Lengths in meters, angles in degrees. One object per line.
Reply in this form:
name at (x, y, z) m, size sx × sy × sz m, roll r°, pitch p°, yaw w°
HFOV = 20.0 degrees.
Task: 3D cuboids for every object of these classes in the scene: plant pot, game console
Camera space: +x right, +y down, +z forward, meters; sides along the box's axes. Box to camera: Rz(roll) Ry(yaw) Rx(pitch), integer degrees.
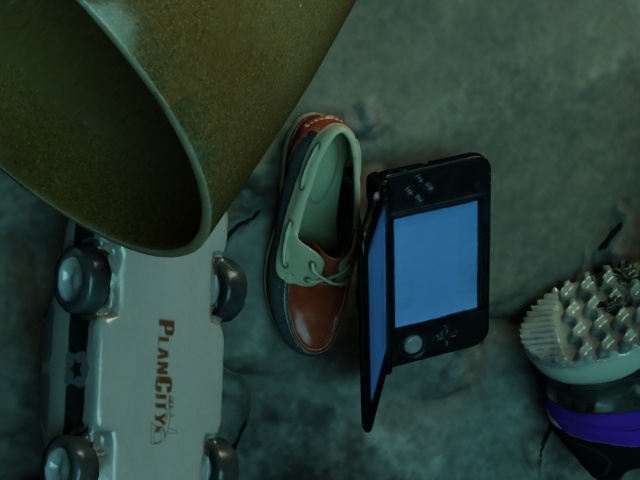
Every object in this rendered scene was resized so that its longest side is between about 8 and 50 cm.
plant pot at (-0.063, -0.163, 0.830) m, size 0.254 × 0.237 × 0.237 m, roll -48°, pitch 116°, yaw -23°
game console at (0.057, 0.027, 0.977) m, size 0.107 × 0.071 × 0.122 m, roll -12°, pitch 120°, yaw -20°

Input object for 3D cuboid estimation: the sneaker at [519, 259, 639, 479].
sneaker at (0.271, 0.070, 1.050) m, size 0.293 × 0.102 × 0.146 m, roll -13°, pitch 119°, yaw 7°

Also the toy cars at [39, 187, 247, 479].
toy cars at (-0.054, 0.154, 0.965) m, size 0.176 × 0.087 × 0.393 m, roll -44°, pitch 114°, yaw -35°

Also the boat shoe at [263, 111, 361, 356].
boat shoe at (0.000, 0.000, 0.975) m, size 0.049 × 0.043 × 0.137 m, roll -2°, pitch 104°, yaw -24°
